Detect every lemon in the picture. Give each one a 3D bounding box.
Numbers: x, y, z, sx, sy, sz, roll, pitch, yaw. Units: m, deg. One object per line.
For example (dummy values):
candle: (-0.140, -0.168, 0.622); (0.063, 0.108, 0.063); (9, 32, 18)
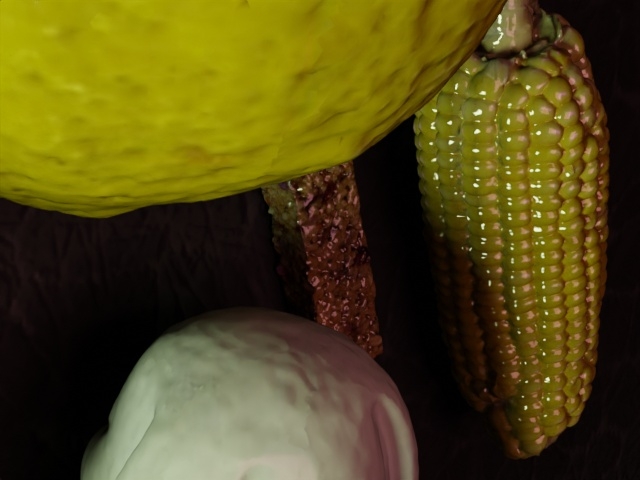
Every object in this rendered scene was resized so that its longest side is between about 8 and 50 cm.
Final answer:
lemon: (-0.069, -0.175, 0.532); (0.350, 0.350, 0.387); (-31, 154, -34)

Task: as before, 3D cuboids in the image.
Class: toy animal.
toy animal: (-0.032, 0.165, 0.760); (0.272, 0.206, 0.265); (-18, 118, -37)

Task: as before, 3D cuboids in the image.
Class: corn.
corn: (0.133, -0.005, 0.921); (0.130, 0.130, 0.347); (-28, 123, -36)

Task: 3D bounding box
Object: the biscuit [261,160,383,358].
biscuit: (0.000, 0.000, 0.858); (0.064, 0.034, 0.199); (-28, 121, -35)
